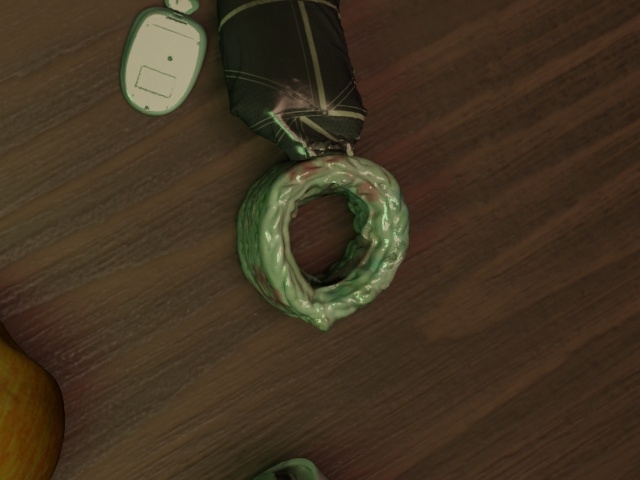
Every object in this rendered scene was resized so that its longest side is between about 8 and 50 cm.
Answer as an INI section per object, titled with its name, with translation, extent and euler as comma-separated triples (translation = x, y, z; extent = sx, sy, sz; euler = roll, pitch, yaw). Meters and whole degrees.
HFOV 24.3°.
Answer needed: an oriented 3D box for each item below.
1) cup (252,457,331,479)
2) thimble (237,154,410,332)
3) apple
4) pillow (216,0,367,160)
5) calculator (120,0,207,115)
[cup]
translation = 0.011, 0.455, 1.739
extent = 0.253, 0.253, 0.371
euler = -47, 106, -9
[thimble]
translation = 0.000, 0.000, 1.766
extent = 0.185, 0.149, 0.211
euler = 11, 89, -17
[apple]
translation = -0.403, 0.187, 1.611
extent = 0.264, 0.264, 0.264
euler = -1, 92, -15
[pillow]
translation = -0.038, -0.240, 1.735
extent = 0.161, 0.092, 0.335
euler = -5, 67, -8
[calculator]
translation = -0.186, -0.224, 1.771
extent = 0.095, 0.021, 0.153
euler = 19, 91, -15
